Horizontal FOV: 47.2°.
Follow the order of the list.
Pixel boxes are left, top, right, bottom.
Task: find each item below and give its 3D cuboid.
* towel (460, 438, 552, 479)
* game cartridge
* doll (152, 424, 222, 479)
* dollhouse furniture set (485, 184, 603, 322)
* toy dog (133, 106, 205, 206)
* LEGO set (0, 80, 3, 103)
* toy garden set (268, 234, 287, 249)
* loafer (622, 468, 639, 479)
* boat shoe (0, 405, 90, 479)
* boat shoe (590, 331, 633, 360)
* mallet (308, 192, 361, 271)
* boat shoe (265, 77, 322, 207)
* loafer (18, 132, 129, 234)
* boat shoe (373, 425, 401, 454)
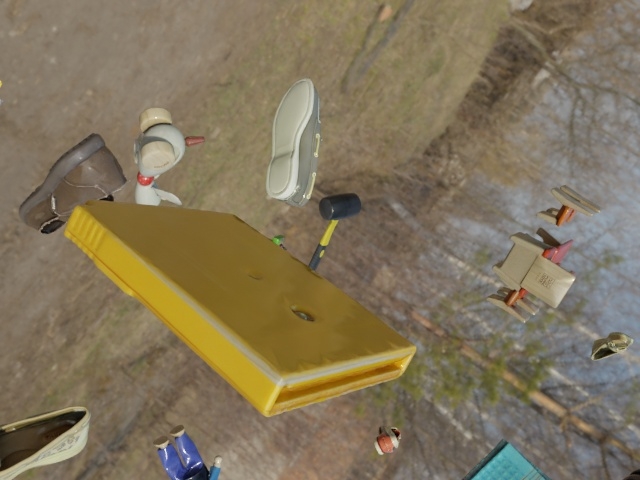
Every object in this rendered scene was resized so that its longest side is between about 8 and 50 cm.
[{"bbox_3d":[0.314,0.561,1.303,0.370,0.271,0.040,-35,147,-23],"label":"towel"},{"bbox_3d":[-0.084,0.058,0.809,0.285,0.324,0.052,4,116,-58],"label":"game cartridge"},{"bbox_3d":[-0.245,0.450,1.407,0.129,0.188,0.046,-30,-167,-33],"label":"doll"},{"bbox_3d":[0.440,0.045,1.417,0.259,0.135,0.262,-13,134,-59],"label":"dollhouse furniture set"},{"bbox_3d":[-0.397,-0.204,1.916,0.334,0.161,0.220,148,-59,-70],"label":"toy dog"},{"bbox_3d":[-0.505,-0.194,0.949,0.132,0.107,0.287,-56,-166,26],"label":"LEGO set"},{"bbox_3d":[-0.183,0.103,2.122,0.244,0.049,0.203,-21,131,-60],"label":"toy garden set"},{"bbox_3d":[0.403,0.364,0.749,0.095,0.302,0.109,-14,128,-21],"label":"loafer"},{"bbox_3d":[-0.535,0.353,1.252,0.285,0.104,0.089,-18,146,-41],"label":"boat shoe"},{"bbox_3d":[0.744,0.274,1.879,0.048,0.056,0.153,-59,-177,-21],"label":"boat shoe"},{"bbox_3d":[0.000,0.000,1.175,0.062,0.039,0.189,-5,137,-40],"label":"mallet"},{"bbox_3d":[-0.049,-0.224,1.679,0.109,0.091,0.304,-7,-114,40],"label":"boat shoe"},{"bbox_3d":[-0.491,-0.077,1.458,0.134,0.130,0.366,-48,-169,-35],"label":"loafer"},{"bbox_3d":[0.134,0.378,1.407,0.043,0.049,0.137,-29,169,8],"label":"boat shoe"}]
